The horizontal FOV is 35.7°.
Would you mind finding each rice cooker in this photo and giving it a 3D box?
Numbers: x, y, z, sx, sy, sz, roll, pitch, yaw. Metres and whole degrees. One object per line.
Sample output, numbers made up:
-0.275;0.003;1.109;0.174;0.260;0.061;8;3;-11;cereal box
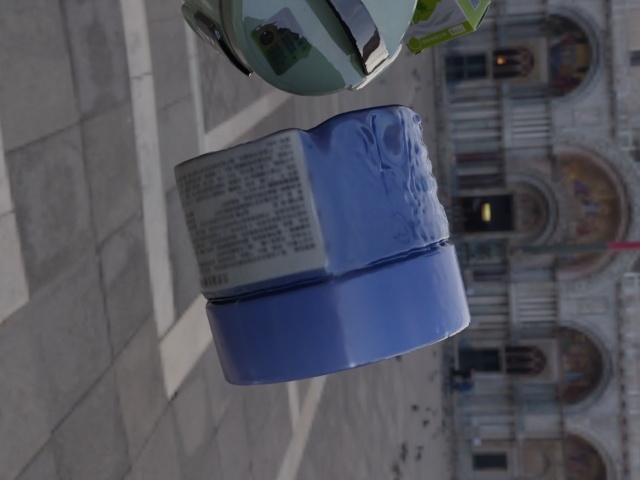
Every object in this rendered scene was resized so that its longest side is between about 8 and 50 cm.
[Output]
-0.025;-0.269;1.030;0.244;0.226;0.226;41;-33;49;rice cooker

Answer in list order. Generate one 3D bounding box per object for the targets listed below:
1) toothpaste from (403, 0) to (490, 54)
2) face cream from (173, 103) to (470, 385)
0.093;-0.399;1.292;0.327;0.110;0.077;52;49;-25;toothpaste
0.000;0.000;0.953;0.249;0.249;0.225;-32;108;-80;face cream
